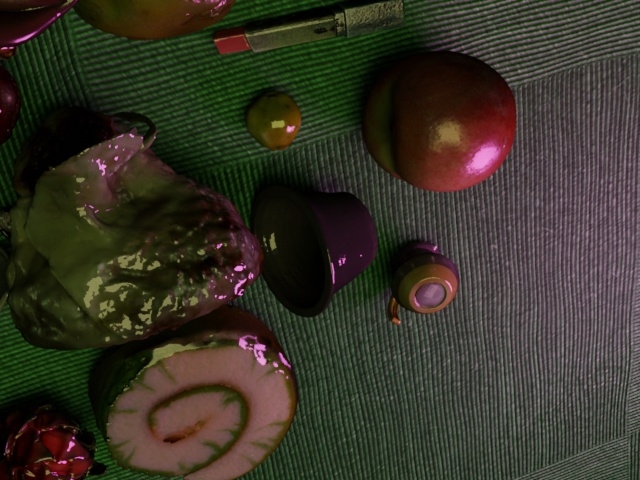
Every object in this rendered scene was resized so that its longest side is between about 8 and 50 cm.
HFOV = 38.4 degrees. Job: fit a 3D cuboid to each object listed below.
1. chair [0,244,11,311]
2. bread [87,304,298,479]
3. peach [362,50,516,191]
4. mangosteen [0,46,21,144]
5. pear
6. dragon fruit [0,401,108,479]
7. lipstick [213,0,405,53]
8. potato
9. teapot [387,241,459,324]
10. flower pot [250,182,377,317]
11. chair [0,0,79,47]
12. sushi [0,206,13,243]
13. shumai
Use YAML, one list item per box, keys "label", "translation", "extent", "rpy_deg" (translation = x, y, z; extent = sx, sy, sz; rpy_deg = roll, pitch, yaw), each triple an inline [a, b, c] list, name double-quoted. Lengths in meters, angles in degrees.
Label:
- label: "chair"
  translation: [-0.611, 0.163, 1.458]
  extent: [0.186, 0.160, 0.319]
  rpy_deg: [9, 117, -27]
- label: "bread"
  translation: [-0.229, 0.294, 1.694]
  extent: [0.366, 0.129, 0.381]
  rpy_deg: [-18, 124, -14]
- label: "peach"
  translation: [0.199, -0.197, 1.510]
  extent: [0.252, 0.252, 0.252]
  rpy_deg: [-9, 121, -16]
- label: "mangosteen"
  translation: [-0.507, -0.216, 1.293]
  extent: [0.166, 0.166, 0.180]
  rpy_deg: [10, 88, -25]
- label: "pear"
  translation: [-0.073, -0.192, 1.504]
  extent: [0.092, 0.092, 0.097]
  rpy_deg: [-21, 123, -9]
- label: "dragon fruit"
  translation: [-0.491, 0.370, 1.612]
  extent: [0.189, 0.182, 0.182]
  rpy_deg: [-20, 123, -3]
- label: "lipstick"
  translation: [-0.020, -0.341, 1.464]
  extent: [0.312, 0.051, 0.051]
  rpy_deg: [-14, 123, -11]
- label: "potato"
  translation: [-0.226, -0.360, 1.293]
  extent: [0.253, 0.186, 0.148]
  rpy_deg: [-11, 106, -10]
- label: "teapot"
  translation: [0.183, 0.083, 1.738]
  extent: [0.130, 0.119, 0.165]
  rpy_deg: [31, 112, -24]
- label: "flower pot"
  translation: [0.000, 0.000, 1.584]
  extent: [0.148, 0.235, 0.235]
  rpy_deg: [-19, 125, -34]
- label: "chair"
  translation: [-0.380, -0.383, 1.090]
  extent: [0.227, 0.401, 0.226]
  rpy_deg: [-9, 121, -15]
- label: "sushi"
  translation: [-0.489, -0.021, 1.477]
  extent: [0.046, 0.044, 0.083]
  rpy_deg: [-45, 129, -19]
- label: "shumai"
  translation: [-0.318, -0.039, 1.390]
  extent: [0.395, 0.395, 0.348]
  rpy_deg: [-22, 103, -8]
